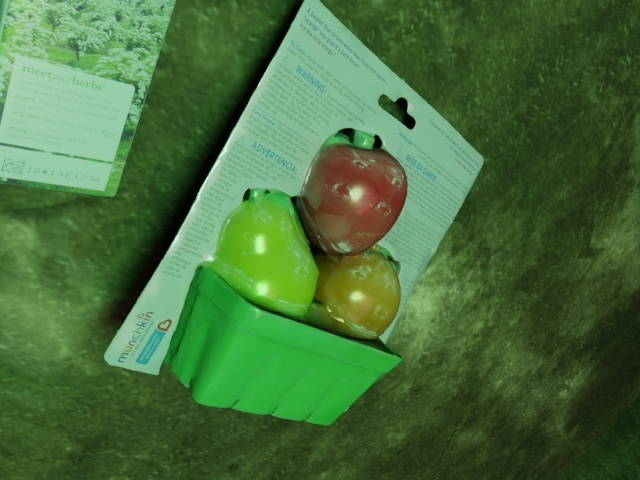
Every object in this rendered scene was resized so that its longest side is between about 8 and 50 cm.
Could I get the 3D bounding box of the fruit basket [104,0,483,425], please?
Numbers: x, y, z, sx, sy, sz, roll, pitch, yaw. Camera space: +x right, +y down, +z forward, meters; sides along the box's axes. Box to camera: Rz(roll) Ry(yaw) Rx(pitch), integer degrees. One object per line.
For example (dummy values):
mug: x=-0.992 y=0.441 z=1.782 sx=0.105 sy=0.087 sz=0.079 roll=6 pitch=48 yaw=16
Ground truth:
fruit basket: x=0.000 y=0.000 z=0.600 sx=0.327 sy=0.165 sz=0.352 roll=26 pitch=89 yaw=-44

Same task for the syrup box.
syrup box: x=-0.160 y=-0.155 z=0.381 sx=0.093 sy=0.096 sz=0.236 roll=6 pitch=117 yaw=-40
